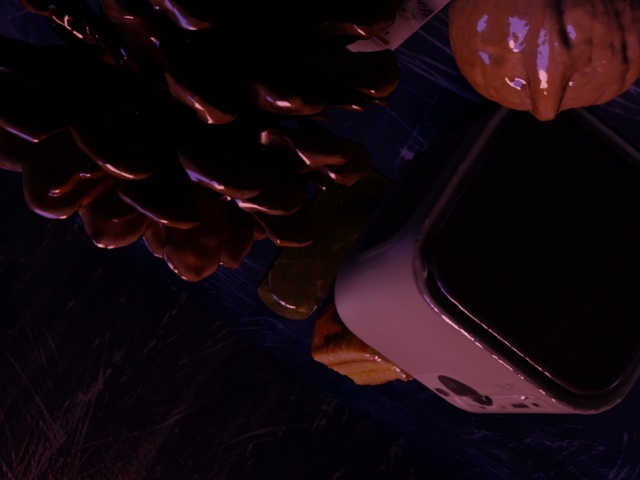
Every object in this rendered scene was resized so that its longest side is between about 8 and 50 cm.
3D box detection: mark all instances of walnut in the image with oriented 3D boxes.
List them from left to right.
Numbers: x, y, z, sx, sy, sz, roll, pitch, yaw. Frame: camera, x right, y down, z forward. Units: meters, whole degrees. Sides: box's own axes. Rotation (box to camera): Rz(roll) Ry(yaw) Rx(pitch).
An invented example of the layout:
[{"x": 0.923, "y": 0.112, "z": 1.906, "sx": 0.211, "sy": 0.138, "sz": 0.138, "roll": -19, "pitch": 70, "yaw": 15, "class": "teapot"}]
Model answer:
[{"x": 0.171, "y": -0.163, "z": 0.828, "sx": 0.166, "sy": 0.149, "sz": 0.166, "roll": 7, "pitch": 146, "yaw": 4, "class": "walnut"}]

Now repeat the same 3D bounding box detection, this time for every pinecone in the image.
[{"x": -0.088, "y": -0.186, "z": 0.926, "sx": 0.384, "sy": 0.384, "sz": 0.384, "roll": 31, "pitch": 163, "yaw": 11, "class": "pinecone"}]

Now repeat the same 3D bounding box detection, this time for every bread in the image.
[{"x": 0.096, "y": 0.063, "z": 1.427, "sx": 0.110, "sy": 0.234, "sz": 0.184, "roll": 36, "pitch": 163, "yaw": -13, "class": "bread"}]

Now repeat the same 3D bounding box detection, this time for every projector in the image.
[{"x": 0.187, "y": 0.024, "z": 1.119, "sx": 0.248, "sy": 0.248, "sz": 0.249, "roll": 37, "pitch": 163, "yaw": -8, "class": "projector"}]

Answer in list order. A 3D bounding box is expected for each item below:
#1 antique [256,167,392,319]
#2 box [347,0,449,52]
[{"x": 0.000, "y": 0.000, "z": 1.454, "sx": 0.081, "sy": 0.221, "sz": 0.080, "roll": 34, "pitch": 164, "yaw": -2, "class": "antique"}, {"x": 0.075, "y": -0.218, "z": 1.026, "sx": 0.055, "sy": 0.039, "sz": 0.218, "roll": 38, "pitch": 163, "yaw": -8, "class": "box"}]
